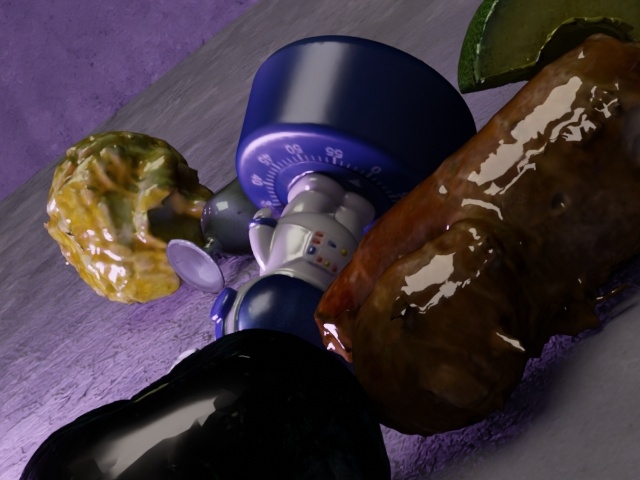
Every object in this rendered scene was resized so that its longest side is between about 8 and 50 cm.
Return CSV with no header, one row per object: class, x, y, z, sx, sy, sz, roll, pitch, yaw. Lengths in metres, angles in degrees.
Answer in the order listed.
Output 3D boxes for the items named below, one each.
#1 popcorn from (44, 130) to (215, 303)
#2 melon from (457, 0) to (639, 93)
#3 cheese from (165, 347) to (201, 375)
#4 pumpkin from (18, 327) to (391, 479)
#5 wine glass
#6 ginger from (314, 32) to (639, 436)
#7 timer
popcorn,-0.292,-0.043,1.851,0.247,0.282,0.282,-45,19,-11
melon,0.250,-0.241,1.333,0.265,0.129,0.169,-13,2,-16
cheese,-0.215,0.220,1.466,0.127,0.050,0.235,-23,24,48
pumpkin,-0.091,0.218,0.965,0.315,0.238,0.315,-26,8,4
wine glass,-0.118,-0.035,1.765,0.103,0.103,0.231,-15,28,52
ginger,0.173,0.006,1.020,0.418,0.176,0.254,-40,26,10
timer,0.000,0.000,1.307,0.270,0.270,0.383,-19,42,47
